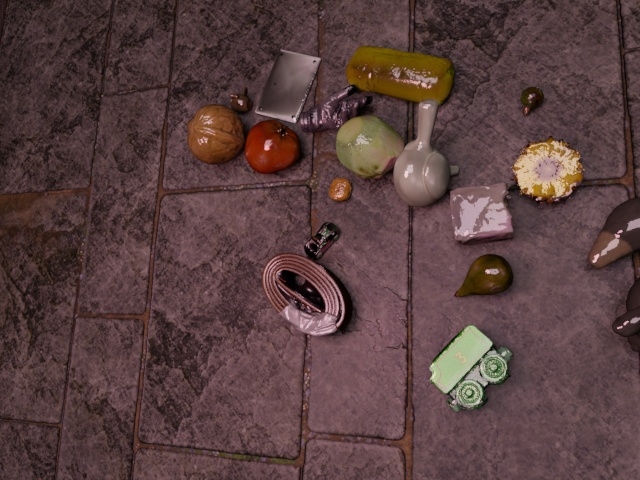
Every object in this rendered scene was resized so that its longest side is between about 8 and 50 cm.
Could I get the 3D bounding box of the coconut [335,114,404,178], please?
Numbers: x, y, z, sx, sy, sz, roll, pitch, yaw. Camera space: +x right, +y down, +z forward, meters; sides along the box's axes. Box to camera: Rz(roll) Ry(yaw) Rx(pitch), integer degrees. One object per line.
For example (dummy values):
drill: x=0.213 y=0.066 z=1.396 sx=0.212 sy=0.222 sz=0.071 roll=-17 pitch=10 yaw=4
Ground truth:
coconut: x=0.167 y=-0.299 z=1.857 sx=0.236 sy=0.236 sz=0.204 roll=-9 pitch=48 yaw=18

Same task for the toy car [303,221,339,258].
toy car: x=0.000 y=0.000 z=1.931 sx=0.142 sy=0.055 sz=0.069 roll=-48 pitch=64 yaw=4

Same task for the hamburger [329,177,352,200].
hamburger: x=0.068 y=-0.177 z=1.949 sx=0.076 sy=0.044 sz=0.083 roll=3 pitch=83 yaw=22

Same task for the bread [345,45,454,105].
bread: x=0.267 y=-0.572 z=1.923 sx=0.384 sy=0.112 sz=0.166 roll=19 pitch=86 yaw=23

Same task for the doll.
doll: x=0.900 y=0.108 z=1.524 sx=0.382 sy=0.252 sz=0.378 roll=-44 pitch=36 yaw=4

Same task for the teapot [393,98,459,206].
teapot: x=0.309 y=-0.249 z=1.737 sx=0.149 sy=0.318 sz=0.220 roll=8 pitch=53 yaw=39

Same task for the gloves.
gloves: x=0.052 y=-0.457 z=1.979 sx=0.286 sy=0.119 sz=0.142 roll=-11 pitch=86 yaw=32

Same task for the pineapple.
pineapple: x=0.687 y=-0.206 z=1.710 sx=0.225 sy=0.076 sz=0.224 roll=-3 pitch=80 yaw=20

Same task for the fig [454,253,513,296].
fig: x=0.479 y=0.106 z=1.690 sx=0.185 sy=0.133 sz=0.126 roll=-11 pitch=111 yaw=22

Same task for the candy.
candy: x=0.491 y=-0.084 z=1.725 sx=0.195 sy=0.137 sz=0.184 roll=-7 pitch=76 yaw=21

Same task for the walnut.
walnut: x=-0.387 y=-0.389 z=2.066 sx=0.228 sy=0.228 sz=0.228 roll=-4 pitch=77 yaw=19

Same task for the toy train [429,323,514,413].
toy train: x=0.437 y=0.378 z=1.653 sx=0.243 sy=0.132 sz=0.188 roll=-48 pitch=63 yaw=2

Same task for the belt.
belt: x=-0.043 y=0.182 z=1.872 sx=0.339 sy=0.122 sz=0.217 roll=38 pitch=92 yaw=23

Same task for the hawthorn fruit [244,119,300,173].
hawthorn fruit: x=-0.187 y=-0.317 z=2.016 sx=0.225 sy=0.197 sz=0.196 roll=-46 pitch=65 yaw=33

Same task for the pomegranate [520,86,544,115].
pomegranate: x=0.661 y=-0.440 z=1.773 sx=0.073 sy=0.073 sz=0.084 roll=31 pitch=90 yaw=23

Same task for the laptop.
laptop: x=-0.123 y=-0.581 z=2.120 sx=0.188 sy=0.015 sz=0.269 roll=19 pitch=86 yaw=22

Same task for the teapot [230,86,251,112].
teapot: x=-0.299 y=-0.545 z=2.147 sx=0.080 sy=0.085 sz=0.110 roll=14 pitch=64 yaw=21
